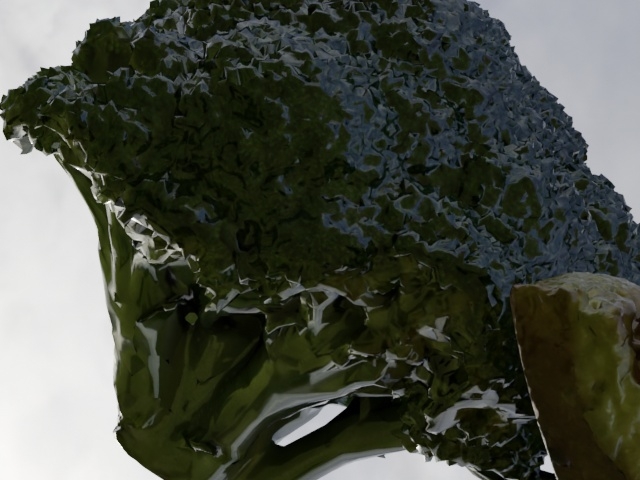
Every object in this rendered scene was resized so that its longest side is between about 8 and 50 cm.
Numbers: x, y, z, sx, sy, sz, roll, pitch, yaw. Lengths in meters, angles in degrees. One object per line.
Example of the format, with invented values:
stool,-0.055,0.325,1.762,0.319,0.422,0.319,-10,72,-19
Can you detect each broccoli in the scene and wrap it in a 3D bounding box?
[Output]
broccoli,0.000,0.000,0.648,0.321,0.304,0.283,32,-71,-6

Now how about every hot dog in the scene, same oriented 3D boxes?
hot dog,0.138,0.092,0.475,0.093,0.261,0.123,-22,-126,5
